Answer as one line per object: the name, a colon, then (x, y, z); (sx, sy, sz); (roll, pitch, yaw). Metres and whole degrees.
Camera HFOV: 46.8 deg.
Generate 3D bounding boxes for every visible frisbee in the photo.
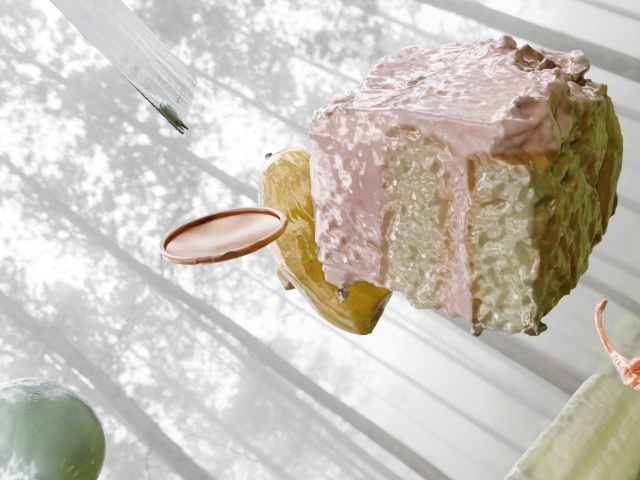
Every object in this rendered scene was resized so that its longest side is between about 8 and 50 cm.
frisbee: (-0.138, -0.001, 1.063); (0.192, 0.192, 0.035); (-32, -60, -41)

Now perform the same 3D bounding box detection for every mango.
mango: (-0.002, 0.003, 1.277); (0.187, 0.359, 0.144); (-25, -3, 34)

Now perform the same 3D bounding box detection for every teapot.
teapot: (-0.330, 0.271, 0.813); (0.184, 0.251, 0.183); (-4, -73, -14)

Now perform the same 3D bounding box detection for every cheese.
cheese: (0.286, 0.316, 0.866); (0.265, 0.124, 0.242); (-24, -44, -50)

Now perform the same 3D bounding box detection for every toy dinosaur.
toy dinosaur: (0.428, 0.175, 0.979); (0.101, 0.055, 0.279); (-50, 23, 38)

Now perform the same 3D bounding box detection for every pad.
pad: (-0.182, -0.196, 0.738); (0.009, 0.265, 0.159); (-41, -69, 10)

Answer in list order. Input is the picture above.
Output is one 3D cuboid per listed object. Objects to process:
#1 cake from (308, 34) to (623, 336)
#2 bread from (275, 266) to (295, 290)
cake: (0.186, -0.091, 0.934); (0.314, 0.307, 0.293); (-37, -51, -43)
bread: (-0.037, 0.058, 1.683); (0.132, 0.074, 0.053); (-30, -26, 15)
